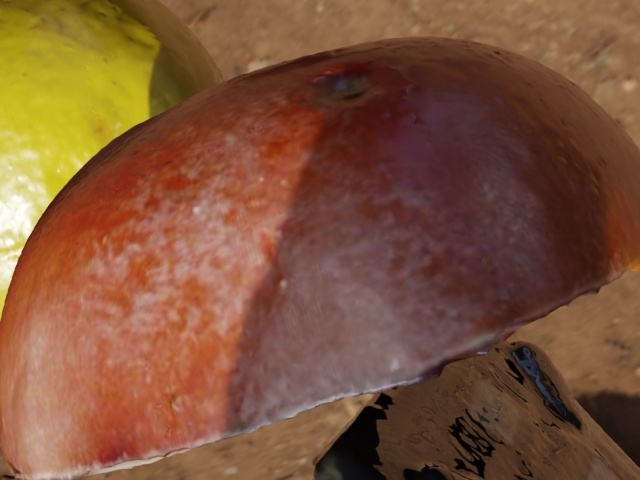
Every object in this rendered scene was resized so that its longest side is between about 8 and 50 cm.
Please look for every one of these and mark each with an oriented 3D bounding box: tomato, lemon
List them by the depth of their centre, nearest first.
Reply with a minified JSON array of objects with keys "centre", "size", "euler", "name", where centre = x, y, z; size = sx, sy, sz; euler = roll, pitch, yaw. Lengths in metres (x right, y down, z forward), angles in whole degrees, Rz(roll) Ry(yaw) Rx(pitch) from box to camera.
[{"centre":[-0.006,-0.009,0.832],"size":[0.338,0.338,0.144],"euler":[-19,93,-25],"name":"tomato"},{"centre":[-0.196,-0.047,1.187],"size":[0.297,0.297,0.297],"euler":[6,72,-19],"name":"lemon"}]

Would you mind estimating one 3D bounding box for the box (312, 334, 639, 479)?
[{"centre":[0.147,0.208,0.974],"size":[0.350,0.091,0.359],"euler":[49,20,1],"name":"box"}]
